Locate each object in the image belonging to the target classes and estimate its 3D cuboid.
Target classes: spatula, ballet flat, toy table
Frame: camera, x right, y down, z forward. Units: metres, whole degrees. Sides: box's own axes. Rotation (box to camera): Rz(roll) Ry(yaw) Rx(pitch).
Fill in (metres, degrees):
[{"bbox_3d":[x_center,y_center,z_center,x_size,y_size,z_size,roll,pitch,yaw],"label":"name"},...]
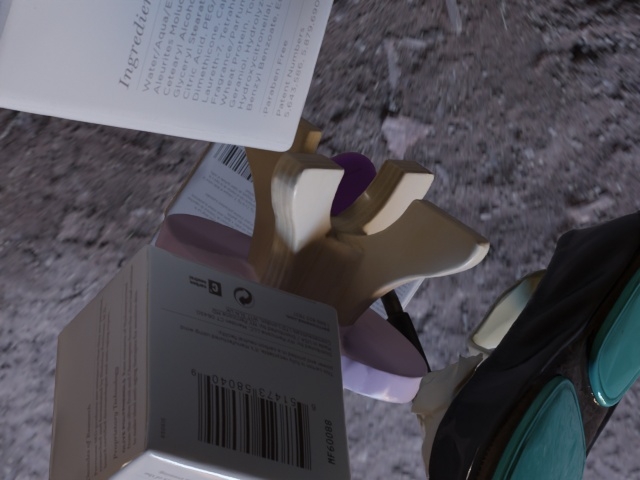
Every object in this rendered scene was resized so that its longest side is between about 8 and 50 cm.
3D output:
[{"bbox_3d":[0.064,0.055,1.379,0.084,0.030,0.296,-22,93,27],"label":"spatula"},{"bbox_3d":[0.080,0.058,0.530,0.074,0.203,0.074,23,138,22],"label":"ballet flat"},{"bbox_3d":[0.000,0.000,1.186,0.274,0.252,0.160,31,105,12],"label":"toy table"}]

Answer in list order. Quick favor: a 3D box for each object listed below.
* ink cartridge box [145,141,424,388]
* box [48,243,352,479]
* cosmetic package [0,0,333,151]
[{"bbox_3d":[-0.053,0.041,1.505,0.275,0.060,0.239,34,94,-5],"label":"ink cartridge box"},{"bbox_3d":[-0.053,0.075,0.594,0.101,0.102,0.087,20,137,-30],"label":"box"},{"bbox_3d":[-0.098,-0.131,0.522,0.151,0.184,0.151,21,99,30],"label":"cosmetic package"}]
